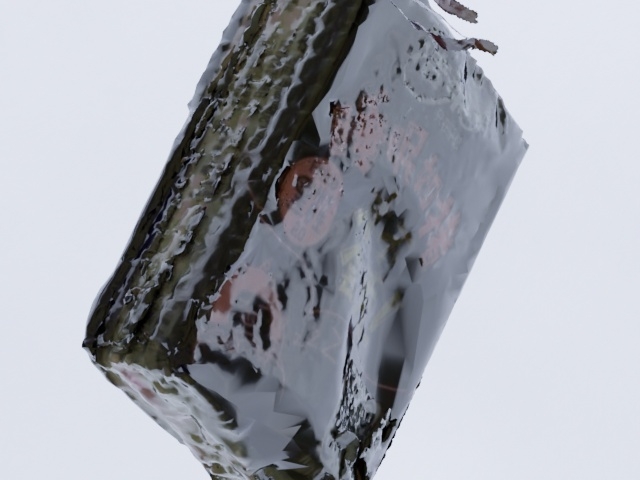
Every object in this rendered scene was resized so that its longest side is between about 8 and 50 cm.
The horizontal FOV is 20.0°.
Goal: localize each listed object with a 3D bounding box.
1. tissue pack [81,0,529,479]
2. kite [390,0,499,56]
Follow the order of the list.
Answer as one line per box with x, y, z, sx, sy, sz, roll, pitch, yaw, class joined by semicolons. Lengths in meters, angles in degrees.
0.000;0.000;1.170;0.123;0.245;0.332;6;-120;37;tissue pack
-0.030;-0.149;0.758;0.245;0.141;0.015;31;-70;-13;kite
